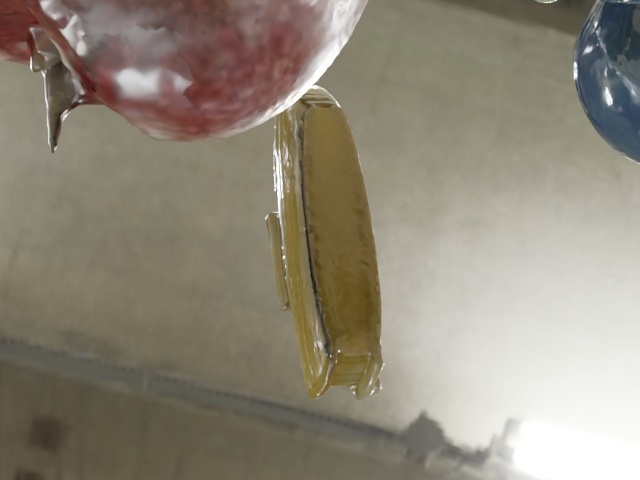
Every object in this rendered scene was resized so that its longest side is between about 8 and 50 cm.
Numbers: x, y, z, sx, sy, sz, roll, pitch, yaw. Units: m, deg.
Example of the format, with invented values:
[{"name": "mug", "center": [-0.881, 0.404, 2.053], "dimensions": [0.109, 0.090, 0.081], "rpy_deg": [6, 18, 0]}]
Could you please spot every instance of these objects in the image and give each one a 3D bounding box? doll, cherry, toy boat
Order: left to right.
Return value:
[{"name": "cherry", "center": [-0.074, -0.180, 0.831], "dimensions": [0.230, 0.203, 0.300], "rpy_deg": [28, -105, 23]}, {"name": "toy boat", "center": [0.000, 0.000, 1.649], "dimensions": [0.089, 0.121, 0.321], "rpy_deg": [-4, -105, -21]}, {"name": "doll", "center": [0.268, -0.183, 1.263], "dimensions": [0.228, 0.258, 0.154], "rpy_deg": [-20, -155, -12]}]
